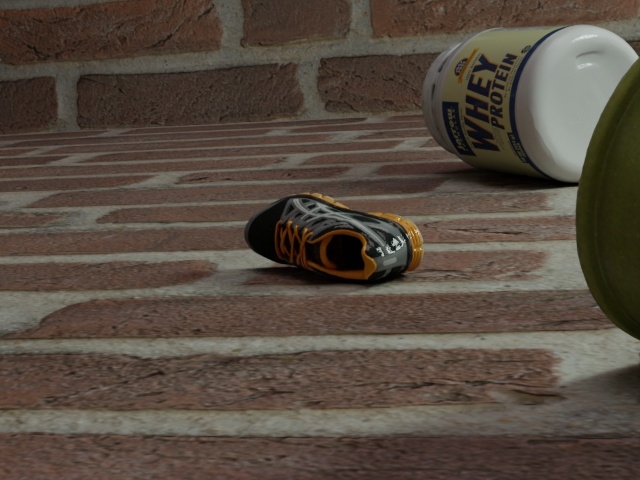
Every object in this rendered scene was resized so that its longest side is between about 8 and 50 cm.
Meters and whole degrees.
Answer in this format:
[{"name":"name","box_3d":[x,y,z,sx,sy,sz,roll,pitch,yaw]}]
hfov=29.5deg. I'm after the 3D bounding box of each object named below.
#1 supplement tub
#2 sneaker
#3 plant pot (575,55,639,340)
[{"name":"supplement tub","box_3d":[0.327,-0.219,1.920,0.235,0.235,0.325,-9,11,-26]},{"name":"sneaker","box_3d":[0.000,0.000,1.291,0.215,0.084,0.083,5,18,35]},{"name":"plant pot","box_3d":[0.354,-0.006,0.792,0.276,0.276,0.254,-9,23,-24]}]
